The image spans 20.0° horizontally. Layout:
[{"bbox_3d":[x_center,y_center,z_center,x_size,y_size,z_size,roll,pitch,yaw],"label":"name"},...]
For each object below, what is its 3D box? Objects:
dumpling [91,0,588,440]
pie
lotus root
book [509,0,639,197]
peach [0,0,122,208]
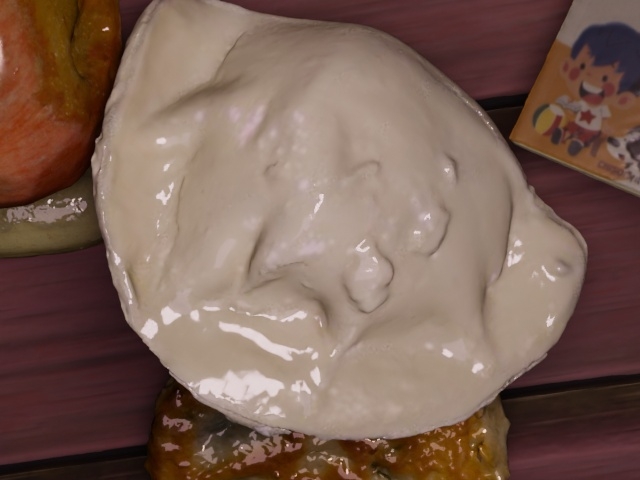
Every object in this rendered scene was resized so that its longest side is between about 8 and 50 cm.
[{"bbox_3d":[0.000,0.000,1.359,0.395,0.233,0.315,30,70,-11],"label":"dumpling"},{"bbox_3d":[0.003,0.182,1.515,0.315,0.092,0.315,2,110,4],"label":"pie"},{"bbox_3d":[-0.240,-0.032,1.457,0.183,0.090,0.077,-3,135,5],"label":"lotus root"},{"bbox_3d":[0.294,-0.167,1.352,0.208,0.020,0.295,24,89,21],"label":"book"},{"bbox_3d":[-0.247,-0.147,1.358,0.214,0.214,0.235,32,65,-8],"label":"peach"}]
